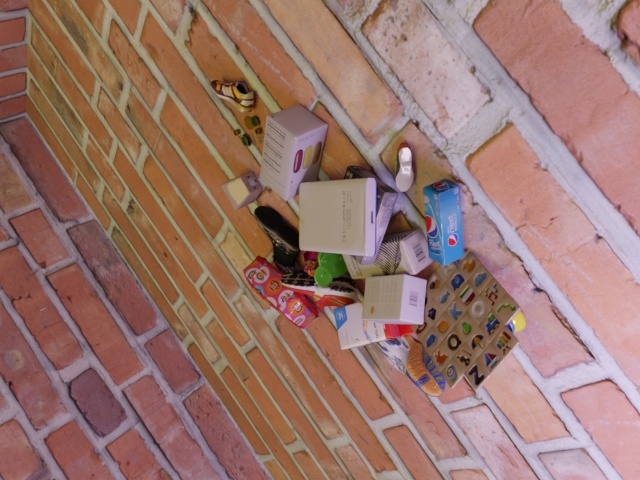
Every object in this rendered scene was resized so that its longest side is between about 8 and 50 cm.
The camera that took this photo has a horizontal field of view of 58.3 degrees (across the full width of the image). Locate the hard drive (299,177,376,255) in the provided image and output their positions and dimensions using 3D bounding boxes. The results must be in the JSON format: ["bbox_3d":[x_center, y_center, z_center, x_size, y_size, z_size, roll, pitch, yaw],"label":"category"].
[{"bbox_3d":[0.043,-0.069,1.668,0.318,0.040,0.211,4,94,54],"label":"hard drive"}]

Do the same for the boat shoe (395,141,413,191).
[{"bbox_3d":[0.223,-0.197,1.541,0.043,0.049,0.137,-97,1,-55],"label":"boat shoe"}]

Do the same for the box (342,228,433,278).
[{"bbox_3d":[0.193,0.044,1.706,0.275,0.094,0.113,-12,104,52],"label":"box"}]

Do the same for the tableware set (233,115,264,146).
[{"bbox_3d":[-0.252,-0.377,1.991,0.154,0.024,0.104,1,115,50],"label":"tableware set"}]

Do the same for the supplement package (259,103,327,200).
[{"bbox_3d":[-0.087,-0.271,1.772,0.134,0.139,0.244,41,141,25],"label":"supplement package"}]

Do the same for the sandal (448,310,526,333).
[{"bbox_3d":[0.386,0.216,1.566,0.317,0.138,0.126,1,122,52],"label":"sandal"}]

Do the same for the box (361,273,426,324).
[{"bbox_3d":[0.210,0.171,1.652,0.170,0.090,0.130,-9,70,54],"label":"box"}]

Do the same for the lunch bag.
[{"bbox_3d":[-0.141,0.204,2.146,0.293,0.120,0.258,41,174,27],"label":"lunch bag"}]

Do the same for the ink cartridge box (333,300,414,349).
[{"bbox_3d":[0.166,0.253,1.797,0.230,0.078,0.134,-20,74,27],"label":"ink cartridge box"}]

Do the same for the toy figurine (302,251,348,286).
[{"bbox_3d":[-0.004,0.073,1.914,0.130,0.173,0.159,41,159,-26],"label":"toy figurine"}]

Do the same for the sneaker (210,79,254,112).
[{"bbox_3d":[-0.290,-0.505,1.915,0.185,0.069,0.084,36,130,19],"label":"sneaker"}]

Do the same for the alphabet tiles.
[{"bbox_3d":[0.367,0.204,1.496,0.285,0.011,0.343,-59,36,23],"label":"alphabet tiles"}]

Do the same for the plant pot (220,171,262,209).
[{"bbox_3d":[-0.279,-0.192,2.095,0.096,0.109,0.109,-31,90,42],"label":"plant pot"}]

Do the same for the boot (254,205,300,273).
[{"bbox_3d":[-0.166,0.000,2.113,0.236,0.085,0.179,42,144,21],"label":"boot"}]

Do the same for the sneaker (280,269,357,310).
[{"bbox_3d":[-0.011,0.180,1.935,0.278,0.107,0.119,12,122,21],"label":"sneaker"}]

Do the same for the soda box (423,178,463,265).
[{"bbox_3d":[0.321,-0.046,1.496,0.067,0.071,0.210,33,139,54],"label":"soda box"}]

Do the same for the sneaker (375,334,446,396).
[{"bbox_3d":[0.286,0.384,1.852,0.296,0.111,0.131,52,153,25],"label":"sneaker"}]

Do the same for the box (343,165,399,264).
[{"bbox_3d":[0.116,-0.074,1.652,0.183,0.056,0.231,44,126,44],"label":"box"}]
